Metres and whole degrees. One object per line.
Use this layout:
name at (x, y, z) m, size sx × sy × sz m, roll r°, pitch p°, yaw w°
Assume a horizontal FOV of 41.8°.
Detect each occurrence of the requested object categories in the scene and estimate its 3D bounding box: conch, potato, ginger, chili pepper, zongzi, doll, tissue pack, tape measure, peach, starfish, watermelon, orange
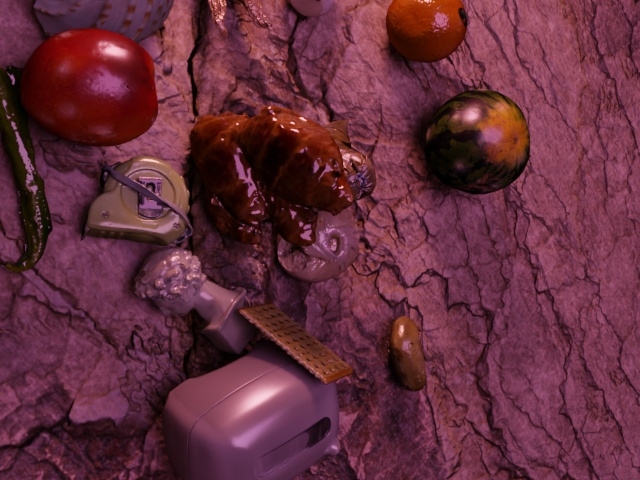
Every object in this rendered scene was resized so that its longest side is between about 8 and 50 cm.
conch at (-0.374, -0.493, 1.514) m, size 0.319 × 0.215 × 0.303 m, roll -27°, pitch 115°, yaw -35°
potato at (0.208, 0.277, 2.012) m, size 0.105 × 0.085 × 0.188 m, roll -37°, pitch 116°, yaw -56°
ginger at (-0.098, -0.124, 1.650) m, size 0.152 × 0.357 × 0.274 m, roll -7°, pitch 97°, yaw -67°
chili pepper at (-0.526, -0.124, 1.465) m, size 0.085 × 0.076 × 0.359 m, roll -11°, pitch 95°, yaw -63°
zongzi at (0.057, -0.186, 1.811) m, size 0.274 × 0.251 × 0.125 m, roll -40°, pitch 128°, yaw -34°
doll at (0.000, -0.585, 1.870) m, size 0.110 × 0.107 × 0.181 m, roll 26°, pitch 74°, yaw 3°
tissue pack at (-0.118, 0.355, 1.625) m, size 0.333 × 0.236 × 0.229 m, roll -25°, pitch 128°, yaw -37°
tape measure at (-0.334, -0.072, 1.574) m, size 0.200 × 0.106 × 0.175 m, roll 10°, pitch 74°, yaw -18°
peach at (-0.401, -0.263, 1.465) m, size 0.243 × 0.243 × 0.199 m, roll 6°, pitch 80°, yaw -38°
starfish at (-0.194, -0.568, 1.747) m, size 0.299 × 0.060 × 0.302 m, roll -12°, pitch 90°, yaw -44°
watermelon at (0.385, -0.244, 2.070) m, size 0.269 × 0.269 × 0.269 m, roll 2°, pitch 87°, yaw -38°
orange at (0.258, -0.522, 2.018) m, size 0.206 × 0.206 × 0.206 m, roll 2°, pitch 87°, yaw -38°

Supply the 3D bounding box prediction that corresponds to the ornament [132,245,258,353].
ornament at (-0.232, 0.114, 1.649) m, size 0.285 × 0.120 × 0.130 m, roll 37°, pitch 62°, yaw -33°

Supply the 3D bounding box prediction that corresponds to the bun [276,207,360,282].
bun at (0.000, 0.000, 1.832) m, size 0.193 × 0.128 × 0.178 m, roll -28°, pitch 106°, yaw -33°

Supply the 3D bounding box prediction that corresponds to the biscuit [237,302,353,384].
biscuit at (-0.047, 0.198, 1.651) m, size 0.016 × 0.231 × 0.139 m, roll -59°, pitch 159°, yaw 16°
